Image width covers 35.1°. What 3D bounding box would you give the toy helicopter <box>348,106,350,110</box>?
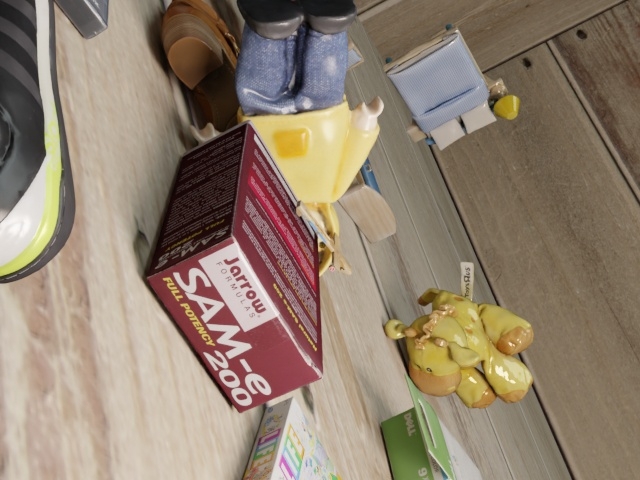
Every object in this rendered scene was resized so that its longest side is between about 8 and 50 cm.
[{"bbox_3d":[-0.039,-0.267,1.327,0.355,0.140,0.235,58,16,-31],"label":"toy helicopter"}]

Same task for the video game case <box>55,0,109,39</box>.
[{"bbox_3d":[-0.236,-0.308,0.826,0.196,0.026,0.274,54,16,-39],"label":"video game case"}]

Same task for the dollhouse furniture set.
[{"bbox_3d":[0.142,-0.190,1.529,0.286,0.303,0.198,49,18,-51],"label":"dollhouse furniture set"}]

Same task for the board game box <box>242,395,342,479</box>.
[{"bbox_3d":[-0.014,0.190,0.719,0.103,0.026,0.154,61,12,-12],"label":"board game box"}]

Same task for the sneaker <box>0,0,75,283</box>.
[{"bbox_3d":[-0.176,-0.090,0.473,0.234,0.084,0.097,68,14,20],"label":"sneaker"}]

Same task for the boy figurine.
[{"bbox_3d":[-0.032,-0.087,0.934,0.092,0.177,0.285,-113,-158,-54],"label":"boy figurine"}]

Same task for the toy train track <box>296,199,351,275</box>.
[{"bbox_3d":[0.000,0.000,0.870,0.083,0.014,0.048,54,22,-29],"label":"toy train track"}]

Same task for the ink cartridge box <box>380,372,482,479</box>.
[{"bbox_3d":[0.120,0.250,1.085,0.209,0.062,0.109,54,15,-38],"label":"ink cartridge box"}]

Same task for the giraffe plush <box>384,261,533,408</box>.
[{"bbox_3d":[0.183,0.148,1.399,0.170,0.181,0.210,-19,94,-57],"label":"giraffe plush"}]

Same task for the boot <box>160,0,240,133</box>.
[{"bbox_3d":[-0.092,-0.158,1.024,0.197,0.073,0.152,60,8,-31],"label":"boot"}]

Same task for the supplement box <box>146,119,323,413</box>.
[{"bbox_3d":[-0.059,0.010,0.795,0.130,0.073,0.239,59,11,-22],"label":"supplement box"}]
